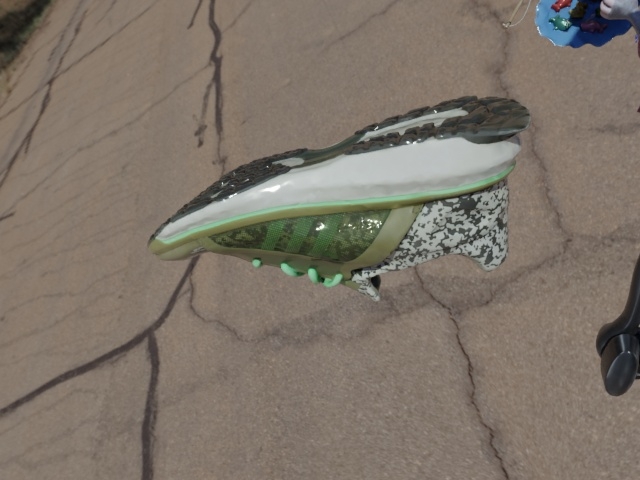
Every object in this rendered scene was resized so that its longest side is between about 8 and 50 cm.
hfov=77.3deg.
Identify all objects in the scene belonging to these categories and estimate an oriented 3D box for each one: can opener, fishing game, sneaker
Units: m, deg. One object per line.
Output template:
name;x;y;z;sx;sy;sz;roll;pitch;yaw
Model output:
can opener;0.320;0.071;0.386;0.059;0.185;0.073;8;32;16
fishing game;0.521;-0.456;0.780;0.264;0.041;0.189;31;80;26
sneaker;0.000;0.000;0.414;0.411;0.181;0.158;-11;23;25

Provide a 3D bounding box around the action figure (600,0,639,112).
action figure;0.563;-0.242;0.562;0.248;0.370;0.275;-8;72;37
